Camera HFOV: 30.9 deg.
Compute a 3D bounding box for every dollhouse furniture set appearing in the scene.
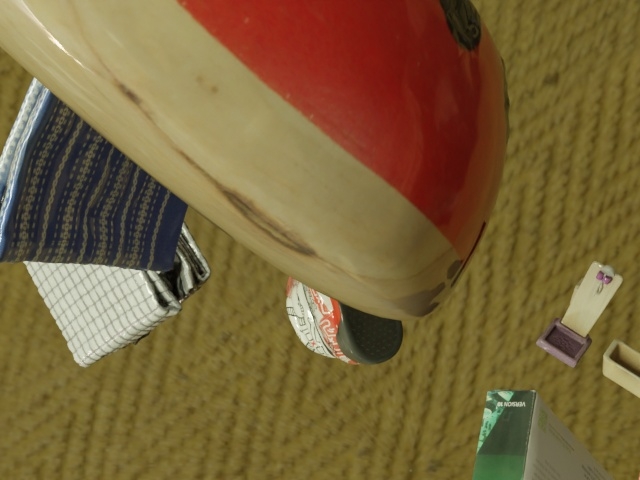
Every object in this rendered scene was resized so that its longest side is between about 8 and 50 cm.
[{"bbox_3d":[0.247,0.062,0.897,0.114,0.091,0.081,33,127,16],"label":"dollhouse furniture set"}]

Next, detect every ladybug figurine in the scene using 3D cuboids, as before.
[{"bbox_3d":[-0.043,-0.125,0.575,0.162,0.449,0.305,-44,42,6],"label":"ladybug figurine"}]

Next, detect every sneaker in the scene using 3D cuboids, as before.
[{"bbox_3d":[-0.001,0.001,1.231,0.090,0.145,0.270,-17,94,-24],"label":"sneaker"}]

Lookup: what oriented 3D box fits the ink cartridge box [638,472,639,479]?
[{"bbox_3d":[0.334,0.226,1.078,0.115,0.029,0.063,29,65,-19],"label":"ink cartridge box"}]

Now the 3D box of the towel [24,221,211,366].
[{"bbox_3d":[-0.280,-0.003,1.526,0.121,0.235,0.284,-24,82,-46],"label":"towel"}]

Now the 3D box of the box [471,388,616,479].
[{"bbox_3d":[0.197,0.332,1.071,0.058,0.232,0.322,-7,54,33],"label":"box"}]

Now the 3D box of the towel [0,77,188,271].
[{"bbox_3d":[-0.147,-0.087,0.934,0.040,0.336,0.243,23,92,12],"label":"towel"}]
